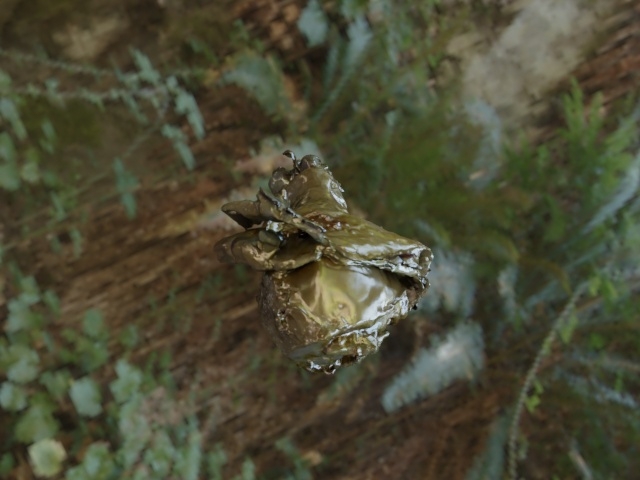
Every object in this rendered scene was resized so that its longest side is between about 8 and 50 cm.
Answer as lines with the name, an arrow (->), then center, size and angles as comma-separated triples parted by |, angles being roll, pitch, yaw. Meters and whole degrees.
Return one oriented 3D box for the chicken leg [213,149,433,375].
chicken leg -> 0.006, 0.005, 0.801 | 0.125, 0.080, 0.196 | 38, 21, 0
